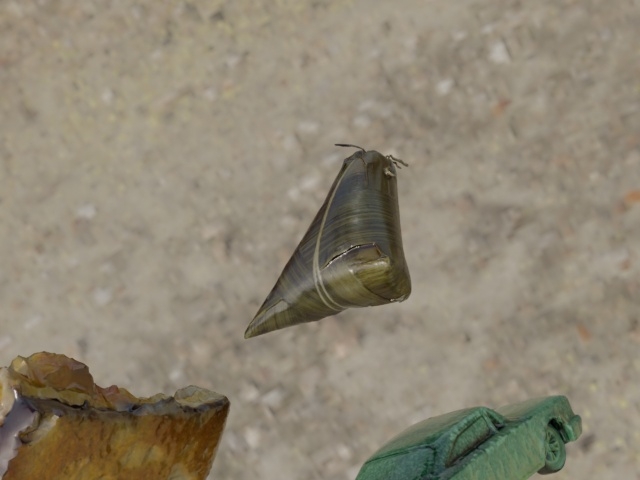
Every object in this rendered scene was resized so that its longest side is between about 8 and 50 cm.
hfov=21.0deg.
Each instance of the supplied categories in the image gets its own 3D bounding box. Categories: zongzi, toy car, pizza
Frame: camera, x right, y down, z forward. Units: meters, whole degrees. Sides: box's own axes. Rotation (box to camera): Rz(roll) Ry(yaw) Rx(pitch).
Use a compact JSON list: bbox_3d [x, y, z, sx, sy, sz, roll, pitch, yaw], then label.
[{"bbox_3d":[0.000,0.000,1.757,0.184,0.084,0.187,-22,44,22],"label":"zongzi"},{"bbox_3d":[0.116,0.215,1.590,0.141,0.097,0.321,-21,3,39],"label":"toy car"},{"bbox_3d":[-0.236,0.220,1.372,0.114,0.277,0.409,25,56,39],"label":"pizza"}]
